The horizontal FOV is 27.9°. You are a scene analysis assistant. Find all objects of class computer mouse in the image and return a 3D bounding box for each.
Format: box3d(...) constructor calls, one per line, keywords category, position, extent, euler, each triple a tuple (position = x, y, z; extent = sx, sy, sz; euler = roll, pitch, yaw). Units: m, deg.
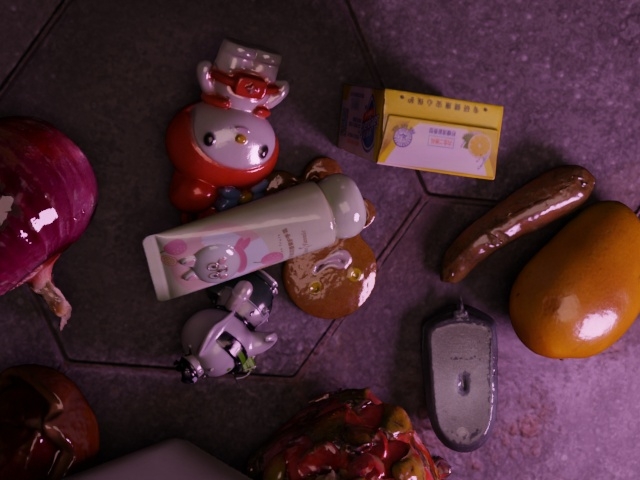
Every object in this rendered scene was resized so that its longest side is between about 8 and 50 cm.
box3d(category="computer mouse", position=(0.206, 0.196, 1.901), extent=(0.113, 0.068, 0.229), euler=(0, 87, 2))

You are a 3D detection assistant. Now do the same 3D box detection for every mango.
box3d(category="mango", position=(0.390, 0.068, 1.882), extent=(0.254, 0.139, 0.175), euler=(-43, 109, -9))

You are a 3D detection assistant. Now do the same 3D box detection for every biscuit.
box3d(category="biscuit", position=(0.000, 0.000, 1.854), extent=(0.180, 0.039, 0.236), euler=(-20, 102, -9))

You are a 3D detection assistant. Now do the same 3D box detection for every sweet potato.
box3d(category="sweet potato", position=(0.283, -0.029, 1.885), extent=(0.273, 0.075, 0.075), euler=(-33, 102, -3))

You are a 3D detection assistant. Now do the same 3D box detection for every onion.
box3d(category="onion", position=(-0.416, -0.041, 1.675), extent=(0.272, 0.230, 0.256), euler=(26, 91, -5))

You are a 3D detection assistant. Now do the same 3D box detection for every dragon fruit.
box3d(category="dragon fruit", position=(0.045, 0.386, 1.793), extent=(0.314, 0.263, 0.296), euler=(-39, 102, -4))

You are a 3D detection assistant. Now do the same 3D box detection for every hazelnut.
box3d(category="hazelnut", position=(-0.388, 0.267, 1.747), extent=(0.170, 0.160, 0.202), euler=(-21, 90, 21))

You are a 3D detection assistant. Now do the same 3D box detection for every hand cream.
box3d(category="hand cream", position=(-0.089, -0.010, 1.759), extent=(0.305, 0.093, 0.147), euler=(-19, 144, -10))

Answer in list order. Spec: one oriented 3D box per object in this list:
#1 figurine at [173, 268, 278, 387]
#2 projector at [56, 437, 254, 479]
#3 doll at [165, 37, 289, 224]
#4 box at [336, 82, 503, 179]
box3d(category="figurine", position=(-0.131, 0.126, 1.801), extent=(0.126, 0.147, 0.192), euler=(41, 69, 6))
box3d(category="projector", position=(-0.226, 0.430, 1.695), extent=(0.248, 0.249, 0.249), euler=(25, 110, 29))
box3d(category="doll", position=(-0.133, -0.129, 1.762), extent=(0.161, 0.130, 0.290), euler=(10, 109, -27))
box3d(category="box", position=(0.128, -0.152, 1.741), extent=(0.168, 0.265, 0.097), euler=(7, 98, -13))
